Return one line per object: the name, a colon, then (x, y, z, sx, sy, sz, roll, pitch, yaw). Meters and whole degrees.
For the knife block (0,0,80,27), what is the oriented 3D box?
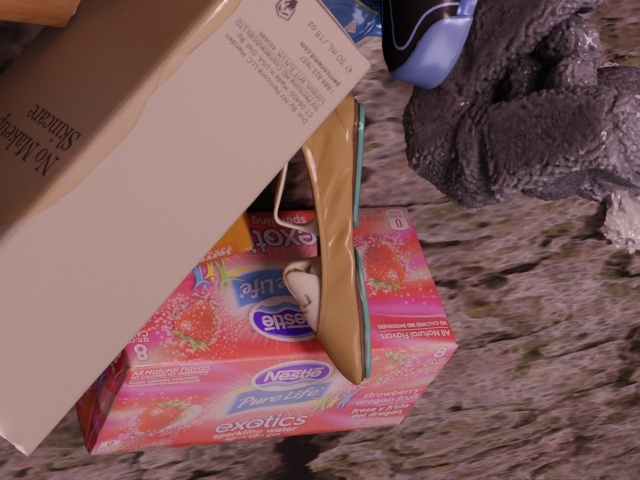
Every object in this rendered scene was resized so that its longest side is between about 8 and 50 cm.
knife block: (-0.231, -0.207, 0.924, 0.242, 0.088, 0.276, 4, 143, -35)

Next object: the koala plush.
koala plush: (0.198, -0.092, 1.275, 0.203, 0.196, 0.221, -28, 151, 37)

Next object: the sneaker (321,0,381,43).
sneaker: (-0.008, -0.196, 1.031, 0.091, 0.126, 0.240, -39, 145, 30)

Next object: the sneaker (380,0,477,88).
sneaker: (0.050, -0.210, 0.988, 0.090, 0.232, 0.081, 8, -179, -20)

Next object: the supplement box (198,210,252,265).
supplement box: (-0.112, -0.066, 1.232, 0.078, 0.080, 0.233, -18, 152, 1)

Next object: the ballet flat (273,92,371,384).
ballet flat: (0.000, 0.000, 1.306, 0.073, 0.232, 0.080, -3, -173, -5)

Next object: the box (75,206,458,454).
box: (-0.058, 0.074, 1.414, 0.300, 0.154, 0.142, -2, 146, -26)

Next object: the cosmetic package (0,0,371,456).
cosmetic package: (-0.135, -0.044, 1.000, 0.309, 0.160, 0.113, -49, 125, -8)
